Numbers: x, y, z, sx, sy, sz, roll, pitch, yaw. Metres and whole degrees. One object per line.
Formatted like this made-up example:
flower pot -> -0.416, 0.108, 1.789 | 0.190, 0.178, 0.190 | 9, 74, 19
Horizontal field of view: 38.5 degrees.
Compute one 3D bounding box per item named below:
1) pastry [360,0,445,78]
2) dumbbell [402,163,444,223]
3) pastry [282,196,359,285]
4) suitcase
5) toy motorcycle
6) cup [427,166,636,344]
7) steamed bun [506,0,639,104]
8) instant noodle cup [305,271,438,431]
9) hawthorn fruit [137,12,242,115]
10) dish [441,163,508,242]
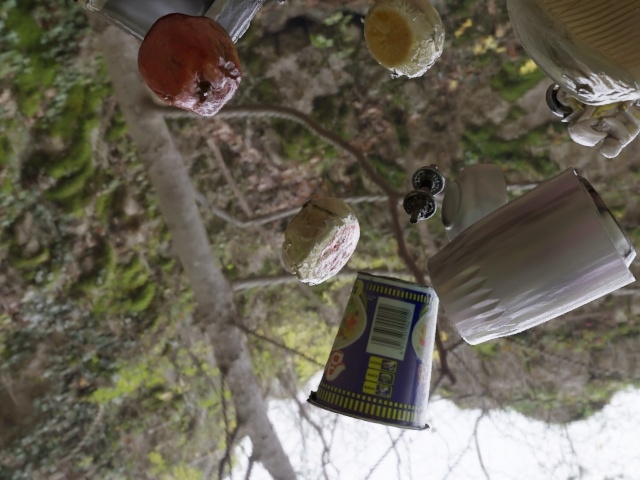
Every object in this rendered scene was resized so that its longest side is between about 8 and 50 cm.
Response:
pastry -> 0.147, -0.367, 1.611 | 0.166, 0.166, 0.088 | 8, -146, 43
dumbbell -> 0.243, -0.112, 2.155 | 0.081, 0.081, 0.254 | -6, -150, 23
pastry -> 0.000, 0.001, 2.509 | 0.265, 0.265, 0.133 | -34, -120, -31
suitcase -> -0.304, -0.516, 1.808 | 0.283, 0.434, 0.194 | -49, -156, 26
toy motorcycle -> 0.745, -0.323, 2.346 | 0.341, 0.223, 0.108 | -12, 168, -18
cup -> 0.420, 0.038, 1.839 | 0.371, 0.253, 0.253 | -29, -158, 17
steamed bun -> 0.573, -0.425, 1.891 | 0.247, 0.236, 0.383 | -40, -116, -10
instant noodle cup -> 0.140, 0.239, 2.051 | 0.284, 0.312, 0.284 | 13, 177, 1
hawthorn fruit -> -0.214, -0.286, 1.524 | 0.173, 0.179, 0.173 | -35, 165, -11
dish -> 0.404, -0.088, 2.485 | 0.117, 0.256, 0.256 | 9, -157, -11
